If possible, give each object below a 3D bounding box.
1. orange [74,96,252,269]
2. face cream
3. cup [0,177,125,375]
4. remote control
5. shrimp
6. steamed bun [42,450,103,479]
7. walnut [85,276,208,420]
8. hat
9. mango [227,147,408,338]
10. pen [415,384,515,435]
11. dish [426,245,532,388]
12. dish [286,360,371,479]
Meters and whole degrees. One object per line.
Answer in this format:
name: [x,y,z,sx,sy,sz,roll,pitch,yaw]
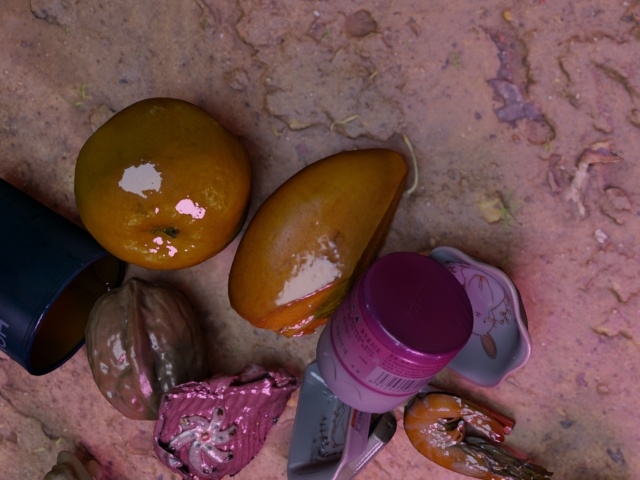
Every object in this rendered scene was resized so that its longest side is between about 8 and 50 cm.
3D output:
orange: [-0.240,-0.089,1.641,0.279,0.235,0.279,-5,137,-4]
face cream: [0.103,0.137,1.555,0.175,0.175,0.195,43,137,6]
cup: [-0.511,0.052,1.796,0.292,0.308,0.242,32,77,11]
remote control: [0.036,0.372,1.720,0.038,0.098,0.233,41,111,2]
shrimp: [0.239,0.311,1.644,0.248,0.068,0.150,24,134,15]
steamed bun: [-0.382,0.596,1.873,0.247,0.189,0.428,17,104,58]
walnut: [-0.283,0.178,1.743,0.198,0.198,0.245,-7,99,20]
hat: [-0.168,0.323,1.739,0.107,0.236,0.286,-115,35,-40]
mango: [0.000,0.000,1.615,0.199,0.201,0.350,33,103,-18]
pen: [0.190,0.248,1.681,0.239,0.028,0.028,22,107,14]
dish: [0.236,0.101,1.592,0.229,0.081,0.229,25,128,37]
dish: [0.023,0.294,1.664,0.064,0.234,0.154,27,149,-28]
